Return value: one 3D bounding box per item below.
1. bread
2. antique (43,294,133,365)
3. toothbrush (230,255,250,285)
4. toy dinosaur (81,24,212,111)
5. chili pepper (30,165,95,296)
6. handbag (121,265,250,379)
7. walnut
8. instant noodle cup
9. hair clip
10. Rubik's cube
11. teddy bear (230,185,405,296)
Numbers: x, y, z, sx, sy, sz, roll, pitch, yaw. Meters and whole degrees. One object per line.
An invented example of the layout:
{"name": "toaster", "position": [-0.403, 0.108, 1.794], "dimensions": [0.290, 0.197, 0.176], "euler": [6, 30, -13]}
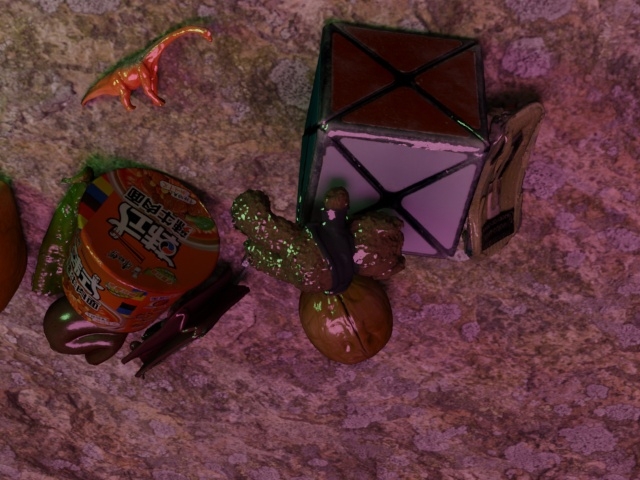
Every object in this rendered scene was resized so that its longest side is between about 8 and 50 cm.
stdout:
{"name": "bread", "position": [-0.596, 0.014, 1.979], "dimensions": [0.121, 0.174, 0.245], "euler": [16, 137, 16]}
{"name": "antique", "position": [-0.415, 0.127, 2.107], "dimensions": [0.143, 0.121, 0.257], "euler": [29, 128, -33]}
{"name": "toothbrush", "position": [-0.174, 0.095, 2.142], "dimensions": [0.019, 0.016, 0.219], "euler": [21, 133, -16]}
{"name": "toy dinosaur", "position": [-0.274, -0.256, 1.758], "dimensions": [0.280, 0.055, 0.101], "euler": [-16, 110, 22]}
{"name": "chili pepper", "position": [-0.453, -0.021, 1.997], "dimensions": [0.085, 0.076, 0.359], "euler": [-8, 146, -28]}
{"name": "handbag", "position": [-0.251, 0.150, 2.077], "dimensions": [0.216, 0.203, 0.074], "euler": [-36, 93, 38]}
{"name": "walnut", "position": [0.048, 0.138, 2.076], "dimensions": [0.167, 0.167, 0.207], "euler": [-13, 136, 15]}
{"name": "instant noodle cup", "position": [-0.323, 0.027, 1.928], "dimensions": [0.250, 0.250, 0.192], "euler": [22, 140, -18]}
{"name": "hair clip", "position": [0.285, -0.109, 1.860], "dimensions": [0.091, 0.138, 0.321], "euler": [39, 145, 28]}
{"name": "Rubik's cube", "position": [0.102, -0.148, 1.710], "dimensions": [0.255, 0.259, 0.260], "euler": [7, 135, -3]}
{"name": "teddy bear", "position": [-0.003, 0.016, 1.617], "dimensions": [0.251, 0.129, 0.182], "euler": [0, 140, 4]}
